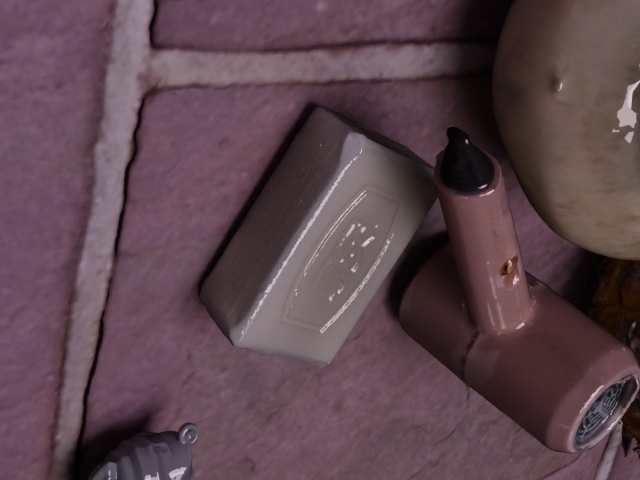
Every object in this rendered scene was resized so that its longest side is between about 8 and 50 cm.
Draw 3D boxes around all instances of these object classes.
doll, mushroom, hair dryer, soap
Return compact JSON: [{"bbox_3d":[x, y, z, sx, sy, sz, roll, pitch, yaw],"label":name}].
[{"bbox_3d":[-0.159,0.203,1.128,0.180,0.079,0.094,-39,139,8],"label":"doll"},{"bbox_3d":[0.262,-0.124,1.110,0.356,0.315,0.315,-41,153,-64],"label":"mushroom"},{"bbox_3d":[0.135,0.027,1.107,0.107,0.189,0.344,-44,149,-12],"label":"hair dryer"},{"bbox_3d":[0.000,0.000,1.114,0.121,0.064,0.183,20,107,-48],"label":"soap"}]

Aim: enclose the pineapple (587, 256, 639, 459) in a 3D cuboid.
[{"bbox_3d":[0.420,0.095,1.345,0.352,0.300,0.352,-13,125,-19],"label":"pineapple"}]
